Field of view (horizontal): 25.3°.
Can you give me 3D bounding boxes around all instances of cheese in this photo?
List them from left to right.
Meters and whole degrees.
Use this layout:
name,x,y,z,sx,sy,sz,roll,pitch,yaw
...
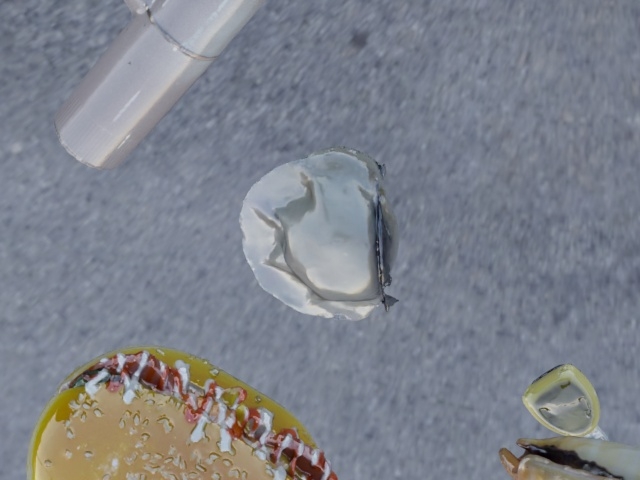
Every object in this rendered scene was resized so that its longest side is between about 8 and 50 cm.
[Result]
name,x,y,z,sx,sy,sz,roll,pitch,yaw
cheese,0.338,0.235,1.861,0.086,0.036,0.162,-37,112,13

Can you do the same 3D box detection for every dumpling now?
name,x,y,z,sx,sy,sz,roll,pitch,yaw
dumpling,0.012,0.008,1.970,0.205,0.163,0.292,-14,128,-20

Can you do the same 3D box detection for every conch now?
name,x,y,z,sx,sy,sz,roll,pitch,yaw
conch,0.325,0.293,1.586,0.255,0.158,0.127,11,112,42

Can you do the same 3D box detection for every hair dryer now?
name,x,y,z,sx,sy,sz,roll,pitch,yaw
hair dryer,-0.145,-0.175,0.822,0.220,0.053,0.195,42,120,-4

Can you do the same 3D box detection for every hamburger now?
name,x,y,z,sx,sy,sz,roll,pitch,yaw
hamburger,-0.134,0.231,1.354,0.295,0.151,0.227,32,79,-12
